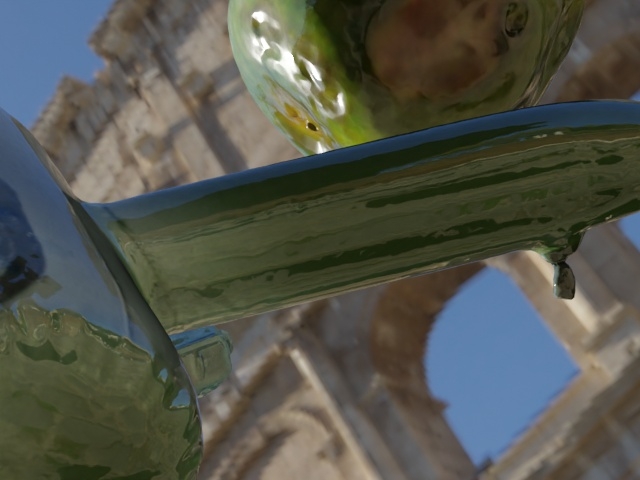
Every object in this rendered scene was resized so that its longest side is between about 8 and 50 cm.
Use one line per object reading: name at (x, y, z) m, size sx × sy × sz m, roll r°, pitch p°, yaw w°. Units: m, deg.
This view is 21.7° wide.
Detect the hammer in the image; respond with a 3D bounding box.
hammer at (-0.019, 0.005, 0.565) m, size 0.336 × 0.206 × 0.118 m, roll -13°, pitch -55°, yaw -20°

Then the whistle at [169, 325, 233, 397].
whistle at (-0.173, 0.117, 1.303) m, size 0.274 × 0.093 × 0.186 m, roll -18°, pitch -79°, yaw -41°

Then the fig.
fig at (0.087, -0.156, 1.015) m, size 0.275 × 0.206 × 0.206 m, roll -43°, pitch -44°, yaw -15°
